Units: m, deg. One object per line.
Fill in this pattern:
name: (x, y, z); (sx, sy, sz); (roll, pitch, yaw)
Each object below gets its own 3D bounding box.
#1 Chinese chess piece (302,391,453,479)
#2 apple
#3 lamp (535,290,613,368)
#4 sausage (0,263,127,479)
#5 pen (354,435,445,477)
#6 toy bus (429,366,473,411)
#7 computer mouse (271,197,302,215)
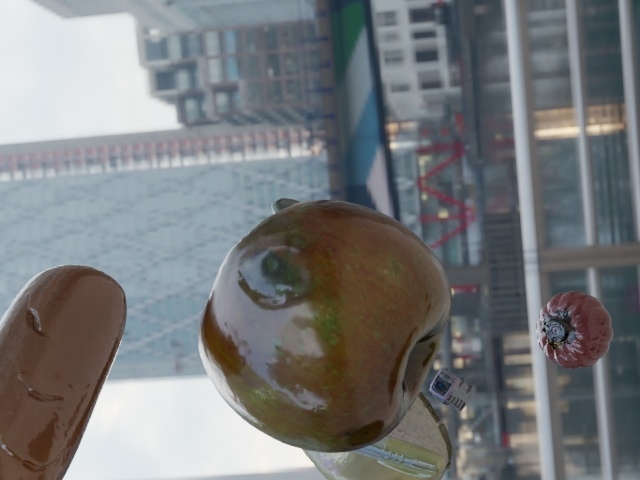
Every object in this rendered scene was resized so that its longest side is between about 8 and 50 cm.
Chinese chess piece: (0.058, 0.243, 1.711); (0.270, 0.112, 0.270); (43, -166, -14)
apple: (-0.002, 0.073, 1.120); (0.237, 0.207, 0.237); (-56, -17, -28)
lamp: (0.345, 0.122, 1.703); (0.092, 0.107, 0.108); (1, -97, -46)
sausage: (-0.273, 0.143, 1.191); (0.304, 0.121, 0.121); (-76, -19, -56)
pen: (0.041, 0.234, 1.455); (0.032, 0.233, 0.040); (-44, -45, -42)
toy bus: (0.205, 0.234, 1.954); (0.052, 0.037, 0.130); (-56, -24, -4)
computer mouse: (0.000, 0.000, 1.919); (0.056, 0.181, 0.089); (-65, -10, 28)
